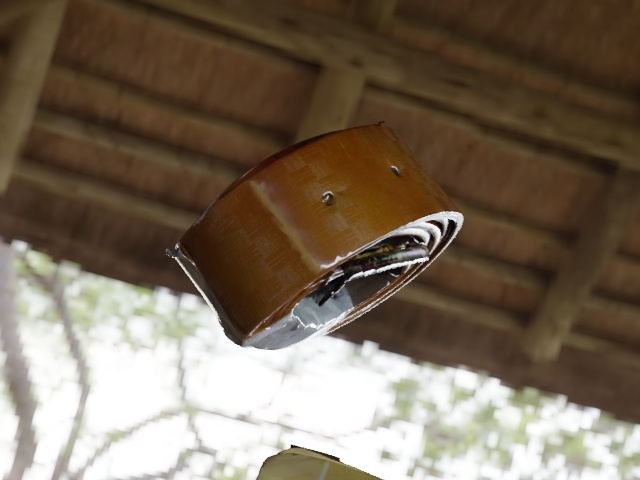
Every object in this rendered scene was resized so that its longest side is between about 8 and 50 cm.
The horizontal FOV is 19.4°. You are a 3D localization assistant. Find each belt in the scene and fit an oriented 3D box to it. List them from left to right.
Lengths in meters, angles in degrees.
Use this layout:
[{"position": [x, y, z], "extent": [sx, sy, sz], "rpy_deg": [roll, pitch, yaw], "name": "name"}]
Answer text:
[{"position": [0.000, 0.000, 1.376], "extent": [0.105, 0.184, 0.261], "rpy_deg": [54, 24, 10], "name": "belt"}]

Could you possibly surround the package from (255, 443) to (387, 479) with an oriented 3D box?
[{"position": [0.093, 0.229, 0.990], "extent": [0.311, 0.165, 0.221], "rpy_deg": [21, 15, 2], "name": "package"}]
